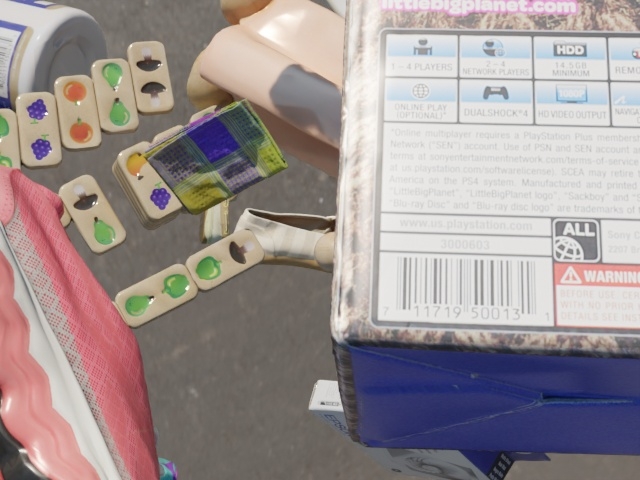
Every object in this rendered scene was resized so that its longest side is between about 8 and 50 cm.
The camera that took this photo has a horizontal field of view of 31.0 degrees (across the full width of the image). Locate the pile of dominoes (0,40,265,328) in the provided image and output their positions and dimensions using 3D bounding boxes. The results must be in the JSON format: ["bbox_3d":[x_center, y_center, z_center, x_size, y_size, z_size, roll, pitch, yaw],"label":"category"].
[{"bbox_3d":[-0.172,-0.026,0.824,0.251,0.040,0.196,-28,84,-22],"label":"pile of dominoes"}]

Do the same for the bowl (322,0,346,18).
[{"bbox_3d":[0.084,-0.238,0.894,0.298,0.298,0.134,44,48,12],"label":"bowl"}]

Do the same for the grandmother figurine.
[{"bbox_3d":[0.051,-0.068,0.778,0.342,0.208,0.104,31,23,36],"label":"grandmother figurine"}]

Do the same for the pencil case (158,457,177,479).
[{"bbox_3d":[-0.249,0.283,1.387,0.151,0.065,0.070,16,25,-23],"label":"pencil case"}]

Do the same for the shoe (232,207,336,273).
[{"bbox_3d":[0.000,0.000,1.372,0.219,0.076,0.058,5,109,-24],"label":"shoe"}]

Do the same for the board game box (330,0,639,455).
[{"bbox_3d":[0.127,-0.074,0.445,0.232,0.141,0.291,2,68,4],"label":"board game box"}]

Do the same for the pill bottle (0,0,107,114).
[{"bbox_3d":[-0.287,-0.158,0.980,0.186,0.112,0.112,16,63,20],"label":"pill bottle"}]

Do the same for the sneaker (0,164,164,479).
[{"bbox_3d":[-0.102,0.096,0.492,0.115,0.136,0.314,-26,82,22],"label":"sneaker"}]

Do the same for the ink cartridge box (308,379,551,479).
[{"bbox_3d":[0.134,0.236,1.396,0.223,0.223,0.045,-3,58,35],"label":"ink cartridge box"}]

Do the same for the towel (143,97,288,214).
[{"bbox_3d":[-0.070,-0.054,0.771,0.083,0.060,0.009,-24,25,20],"label":"towel"}]

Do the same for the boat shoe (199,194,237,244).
[{"bbox_3d":[-0.137,-0.060,1.586,0.045,0.050,0.136,8,89,-16],"label":"boat shoe"}]
